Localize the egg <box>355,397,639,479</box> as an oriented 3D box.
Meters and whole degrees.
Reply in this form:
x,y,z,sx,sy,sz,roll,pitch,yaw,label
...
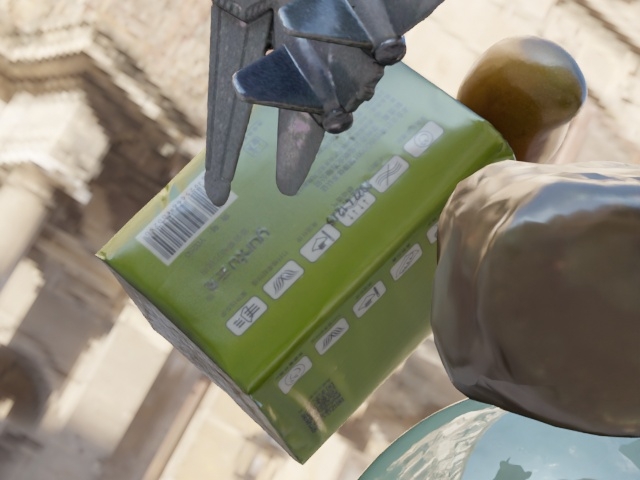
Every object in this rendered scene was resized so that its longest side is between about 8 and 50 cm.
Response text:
x,y,z,sx,sy,sz,roll,pitch,yaw,label
0.121,0.248,0.994,0.276,0.276,0.389,22,-44,14,egg

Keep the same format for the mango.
x,y,z,sx,sy,sz,roll,pitch,yaw,label
0.156,-0.109,1.316,0.184,0.085,0.102,125,-56,-78,mango

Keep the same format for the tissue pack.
x,y,z,sx,sy,sz,roll,pitch,yaw,label
0.000,0.000,1.319,0.200,0.275,0.167,39,-13,31,tissue pack

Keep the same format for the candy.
x,y,z,sx,sy,sz,roll,pitch,yaw,label
0.163,0.024,0.656,0.234,0.102,0.104,1,9,-9,candy

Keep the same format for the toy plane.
x,y,z,sx,sy,sz,roll,pitch,yaw,label
-0.022,-0.165,0.820,0.088,0.267,0.212,11,-46,-33,toy plane
